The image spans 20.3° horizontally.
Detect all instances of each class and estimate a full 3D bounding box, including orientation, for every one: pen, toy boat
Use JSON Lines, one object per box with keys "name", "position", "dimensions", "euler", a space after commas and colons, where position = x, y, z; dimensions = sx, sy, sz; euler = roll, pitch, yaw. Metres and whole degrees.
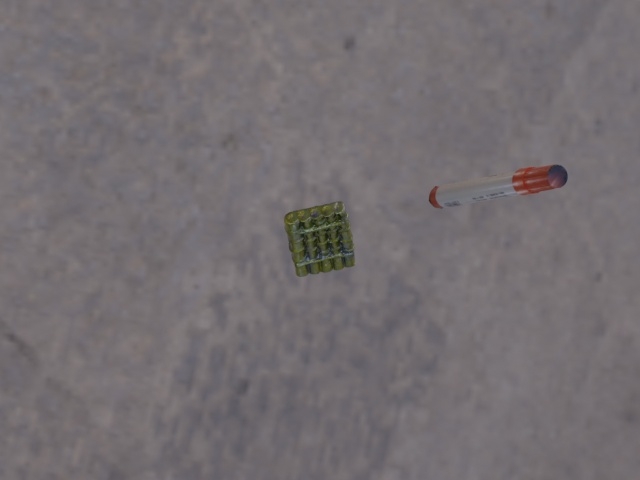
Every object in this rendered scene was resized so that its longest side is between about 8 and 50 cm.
{"name": "pen", "position": [0.180, -0.055, 1.847], "dimensions": [0.028, 0.239, 0.028], "euler": [2, 85, -26]}
{"name": "toy boat", "position": [0.000, 0.000, 1.734], "dimensions": [0.115, 0.063, 0.016], "euler": [77, 1, -63]}
